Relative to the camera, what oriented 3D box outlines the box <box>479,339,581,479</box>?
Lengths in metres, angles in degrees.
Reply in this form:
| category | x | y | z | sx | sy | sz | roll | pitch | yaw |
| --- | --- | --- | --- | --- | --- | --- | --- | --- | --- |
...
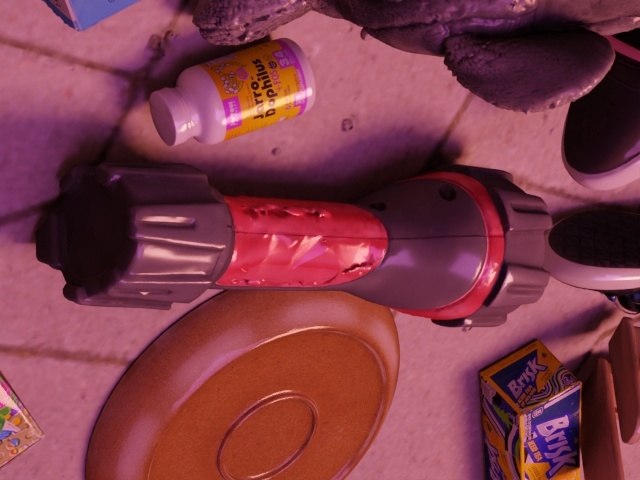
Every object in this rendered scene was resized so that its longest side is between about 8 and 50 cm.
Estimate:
| category | x | y | z | sx | sy | sz | roll | pitch | yaw |
| --- | --- | --- | --- | --- | --- | --- | --- | --- | --- |
| box | 0.162 | 0.158 | 1.211 | 0.059 | 0.054 | 0.169 | -27 | 138 | -18 |

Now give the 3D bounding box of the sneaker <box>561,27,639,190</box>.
| category | x | y | z | sx | sy | sz | roll | pitch | yaw |
| --- | --- | --- | --- | --- | --- | --- | --- | --- | --- |
| sneaker | 0.205 | -0.175 | 0.923 | 0.147 | 0.104 | 0.295 | 25 | 101 | -46 |

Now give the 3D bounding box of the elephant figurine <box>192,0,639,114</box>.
| category | x | y | z | sx | sy | sz | roll | pitch | yaw |
| --- | --- | --- | --- | --- | --- | --- | --- | --- | --- |
| elephant figurine | 0.090 | -0.138 | 0.782 | 0.239 | 0.169 | 0.186 | -30 | 168 | -29 |

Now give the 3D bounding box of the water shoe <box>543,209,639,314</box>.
| category | x | y | z | sx | sy | sz | roll | pitch | yaw |
| --- | --- | --- | --- | --- | --- | --- | --- | --- | --- |
| water shoe | 0.232 | 0.025 | 1.137 | 0.203 | 0.073 | 0.080 | -6 | 132 | -35 |

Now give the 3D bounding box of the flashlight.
| category | x | y | z | sx | sy | sz | roll | pitch | yaw |
| --- | --- | --- | --- | --- | --- | --- | --- | --- | --- |
| flashlight | 0.000 | 0.000 | 0.901 | 0.304 | 0.103 | 0.103 | 3 | 123 | -42 |

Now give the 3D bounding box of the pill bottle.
| category | x | y | z | sx | sy | sz | roll | pitch | yaw |
| --- | --- | --- | --- | --- | --- | --- | --- | --- | --- |
| pill bottle | -0.047 | -0.077 | 0.840 | 0.083 | 0.043 | 0.043 | -22 | 136 | -24 |

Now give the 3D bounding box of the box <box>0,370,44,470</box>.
| category | x | y | z | sx | sy | sz | roll | pitch | yaw |
| --- | --- | --- | --- | --- | --- | --- | --- | --- | --- |
| box | -0.271 | -0.047 | 0.490 | 0.177 | 0.290 | 0.279 | -35 | 140 | -10 |

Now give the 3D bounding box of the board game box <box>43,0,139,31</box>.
| category | x | y | z | sx | sy | sz | roll | pitch | yaw |
| --- | --- | --- | --- | --- | --- | --- | --- | --- | --- |
| board game box | -0.030 | -0.286 | 0.637 | 0.308 | 0.086 | 0.302 | -31 | 138 | -14 |

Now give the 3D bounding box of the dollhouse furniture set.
| category | x | y | z | sx | sy | sz | roll | pitch | yaw |
| --- | --- | --- | --- | --- | --- | --- | --- | --- | --- |
| dollhouse furniture set | 0.291 | 0.136 | 1.181 | 0.151 | 0.123 | 0.144 | 10 | 133 | -7 |

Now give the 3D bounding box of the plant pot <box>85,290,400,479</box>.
| category | x | y | z | sx | sy | sz | roll | pitch | yaw |
| --- | --- | --- | --- | --- | --- | --- | --- | --- | --- |
| plant pot | -0.040 | 0.123 | 1.032 | 0.236 | 0.032 | 0.236 | -23 | 136 | -24 |
